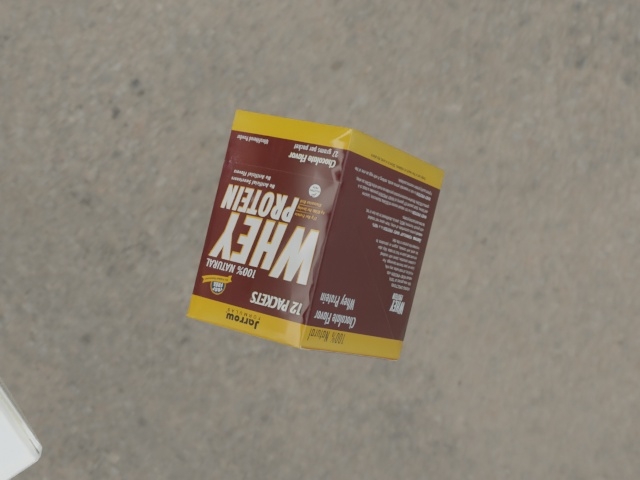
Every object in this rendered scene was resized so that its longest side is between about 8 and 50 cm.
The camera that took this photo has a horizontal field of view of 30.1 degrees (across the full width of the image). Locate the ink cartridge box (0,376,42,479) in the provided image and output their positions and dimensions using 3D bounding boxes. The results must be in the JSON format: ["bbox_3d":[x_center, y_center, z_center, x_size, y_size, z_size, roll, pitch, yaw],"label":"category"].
[{"bbox_3d":[-0.269,0.066,0.602,0.172,0.237,0.100,-33,126,-15],"label":"ink cartridge box"}]

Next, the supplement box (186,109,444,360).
[{"bbox_3d":[0.000,0.000,1.115,0.129,0.191,0.194,13,88,31],"label":"supplement box"}]
